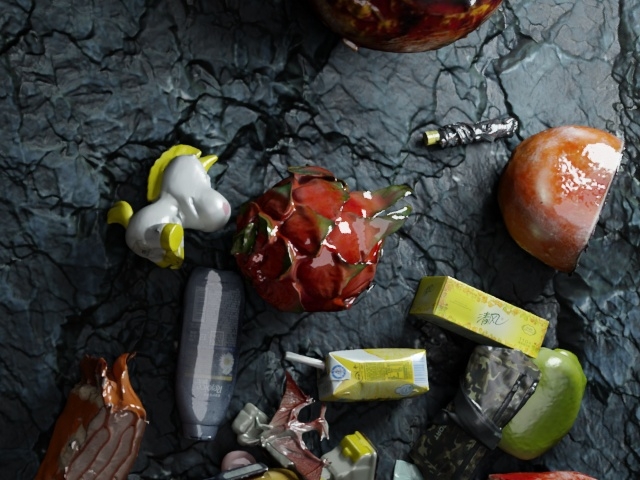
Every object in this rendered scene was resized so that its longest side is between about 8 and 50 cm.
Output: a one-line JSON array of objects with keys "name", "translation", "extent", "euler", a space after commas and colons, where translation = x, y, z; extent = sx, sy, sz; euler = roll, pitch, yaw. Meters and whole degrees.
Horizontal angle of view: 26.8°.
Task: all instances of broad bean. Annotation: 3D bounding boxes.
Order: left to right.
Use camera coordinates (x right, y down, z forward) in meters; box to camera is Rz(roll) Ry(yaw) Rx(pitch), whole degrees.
[{"name": "broad bean", "translation": [0.321, 0.238, 1.978], "extent": [0.124, 0.082, 0.174], "euler": [28, 90, -13]}]

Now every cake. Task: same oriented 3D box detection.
[{"name": "cake", "translation": [-0.302, 0.283, 1.756], "extent": [0.098, 0.135, 0.287], "euler": [16, 93, -31]}]

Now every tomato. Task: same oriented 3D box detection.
[{"name": "tomato", "translation": [0.339, -0.074, 1.956], "extent": [0.155, 0.181, 0.214], "euler": [24, 73, 2]}]

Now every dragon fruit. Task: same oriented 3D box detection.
[{"name": "dragon fruit", "translation": [0.000, 0.000, 1.819], "extent": [0.274, 0.192, 0.193], "euler": [-11, 114, -27]}]

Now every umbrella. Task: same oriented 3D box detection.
[{"name": "umbrella", "translation": [0.220, -0.158, 1.971], "extent": [0.144, 0.040, 0.037], "euler": [-10, 101, -17]}]

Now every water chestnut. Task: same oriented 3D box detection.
[{"name": "water chestnut", "translation": [0.119, -0.419, 1.805], "extent": [0.350, 0.302, 0.350], "euler": [2, 83, -19]}]

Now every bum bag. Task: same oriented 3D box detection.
[{"name": "bum bag", "translation": [0.217, 0.257, 1.919], "extent": [0.102, 0.069, 0.248], "euler": [29, 96, -12]}]

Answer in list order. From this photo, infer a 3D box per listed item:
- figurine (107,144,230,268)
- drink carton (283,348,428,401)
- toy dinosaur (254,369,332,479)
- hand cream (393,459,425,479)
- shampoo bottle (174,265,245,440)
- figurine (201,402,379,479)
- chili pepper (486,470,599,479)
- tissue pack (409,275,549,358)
[{"name": "figurine", "translation": [-0.193, -0.050, 1.810], "extent": [0.129, 0.109, 0.178], "euler": [41, 73, 10]}, {"name": "drink carton", "translation": [0.047, 0.189, 1.883], "extent": [0.200, 0.084, 0.075], "euler": [-1, 79, -17]}, {"name": "toy dinosaur", "translation": [-0.035, 0.254, 1.810], "extent": [0.108, 0.032, 0.220], "euler": [-3, 45, -14]}, {"name": "hand cream", "translation": [0.122, 0.485, 1.925], "extent": [0.109, 0.067, 0.321], "euler": [17, 76, -16]}, {"name": "shampoo bottle", "translation": [-0.153, 0.154, 1.833], "extent": [0.087, 0.049, 0.234], "euler": [7, 87, -20]}, {"name": "figurine", "translation": [-0.053, 0.371, 1.811], "extent": [0.308, 0.143, 0.308], "euler": [6, 44, -6]}, {"name": "chili pepper", "translation": [0.358, 0.404, 1.978], "extent": [0.252, 0.136, 0.144], "euler": [-2, 45, -28]}, {"name": "tissue pack", "translation": [0.229, 0.110, 1.937], "extent": [0.176, 0.095, 0.062], "euler": [23, 81, -16]}]
